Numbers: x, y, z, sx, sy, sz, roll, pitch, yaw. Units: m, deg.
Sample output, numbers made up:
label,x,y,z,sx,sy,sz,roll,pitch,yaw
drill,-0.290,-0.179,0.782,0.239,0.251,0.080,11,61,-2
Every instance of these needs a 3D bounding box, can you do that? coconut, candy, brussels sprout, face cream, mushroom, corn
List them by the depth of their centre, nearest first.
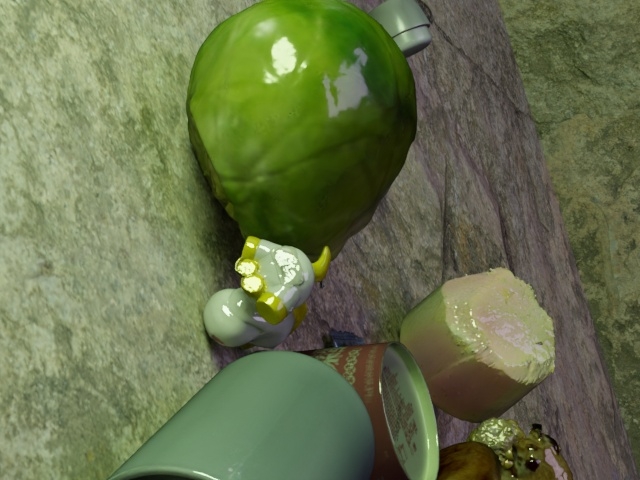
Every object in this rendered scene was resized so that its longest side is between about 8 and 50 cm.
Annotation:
label,x,y,z,sx,sy,sz,roll,pitch,yaw
brussels sprout,-0.031,-0.137,1.278,0.344,0.268,0.344,-52,160,-27
mushroom,0.243,0.440,1.514,0.345,0.260,0.345,-14,90,-72
candy,0.047,0.195,1.515,0.088,0.038,0.136,6,72,-55
coconut,0.254,0.177,1.762,0.233,0.245,0.233,14,55,-21
corn,0.308,0.409,1.801,0.347,0.130,0.130,75,15,-48
face cream,0.153,-0.410,2.061,0.104,0.117,0.117,66,22,2

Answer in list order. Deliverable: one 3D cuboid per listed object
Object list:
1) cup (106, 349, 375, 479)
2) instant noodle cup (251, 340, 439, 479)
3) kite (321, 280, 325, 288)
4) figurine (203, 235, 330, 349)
label,x,y,z,sx,sy,sz,roll,pitch,yaw
cup,-0.068,0.237,0.997,0.205,0.206,0.312,70,22,-9
instant noodle cup,0.027,0.224,1.262,0.235,0.179,0.234,51,30,-45
kite,-0.001,0.000,1.574,0.137,0.005,0.152,22,56,-62
figurine,-0.061,0.076,1.206,0.130,0.178,0.109,-5,51,-39
